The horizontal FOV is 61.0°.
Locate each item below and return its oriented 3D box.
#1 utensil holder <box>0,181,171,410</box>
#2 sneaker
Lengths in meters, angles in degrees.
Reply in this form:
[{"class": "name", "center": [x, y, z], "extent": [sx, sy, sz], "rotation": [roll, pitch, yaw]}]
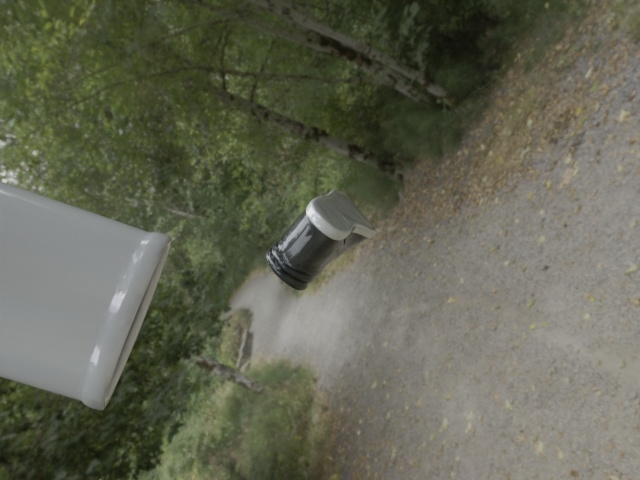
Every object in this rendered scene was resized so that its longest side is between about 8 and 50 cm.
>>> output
[{"class": "utensil holder", "center": [-0.503, 0.080, 0.943], "extent": [0.327, 0.386, 0.327], "rotation": [-159, 90, -78]}, {"class": "sneaker", "center": [0.000, 0.000, 0.925], "extent": [0.147, 0.104, 0.296], "rotation": [-45, -9, 17]}]
